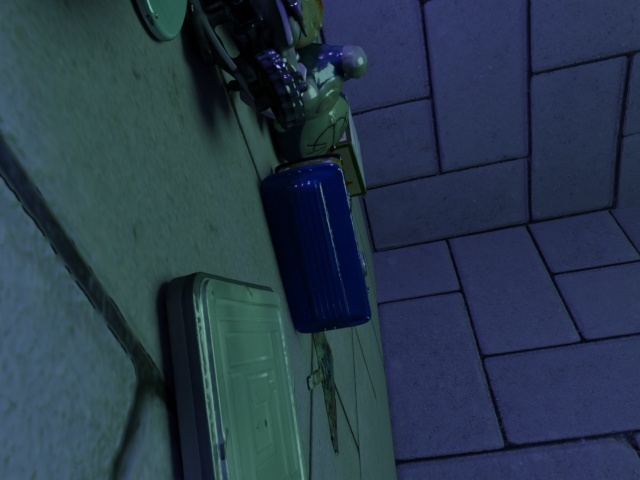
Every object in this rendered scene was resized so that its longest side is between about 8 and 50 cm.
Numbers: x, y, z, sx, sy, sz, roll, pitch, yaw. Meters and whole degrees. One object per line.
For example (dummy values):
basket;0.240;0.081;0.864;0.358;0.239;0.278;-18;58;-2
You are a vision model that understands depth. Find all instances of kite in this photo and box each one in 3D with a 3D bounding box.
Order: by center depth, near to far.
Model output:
kite;0.008;0.272;1.115;0.314;0.012;0.335;10;69;-81

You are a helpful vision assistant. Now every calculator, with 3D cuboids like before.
calculator;-0.171;-0.276;0.578;0.095;0.021;0.153;70;16;-50

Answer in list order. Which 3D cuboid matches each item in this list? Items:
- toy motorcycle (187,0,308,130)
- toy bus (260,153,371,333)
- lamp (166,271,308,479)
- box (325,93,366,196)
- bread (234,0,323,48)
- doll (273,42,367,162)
toy motorcycle;-0.102;-0.289;0.715;0.188;0.143;0.326;-106;170;-89
toy bus;0.000;0.000;0.971;0.175;0.138;0.287;-75;154;-73
lamp;-0.075;0.175;0.558;0.266;0.047;0.268;36;44;-76
box;0.020;-0.225;1.350;0.177;0.148;0.194;66;16;-48
bread;-0.090;-0.457;0.880;0.305;0.159;0.305;-7;90;-83
doll;-0.015;-0.257;1.057;0.228;0.154;0.258;-45;154;-25
